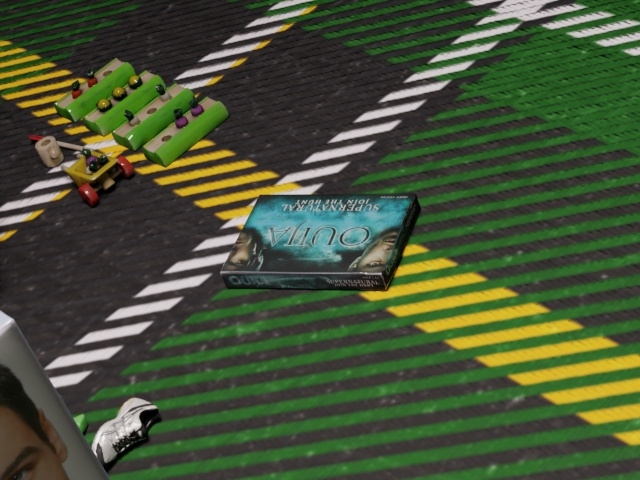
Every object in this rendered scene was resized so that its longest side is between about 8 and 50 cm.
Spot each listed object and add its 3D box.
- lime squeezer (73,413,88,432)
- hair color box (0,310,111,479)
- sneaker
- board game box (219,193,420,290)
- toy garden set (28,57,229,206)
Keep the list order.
[{"bbox_3d":[-0.389,0.224,1.443,0.310,0.059,0.110,-11,40,15],"label":"lime squeezer"},{"bbox_3d":[-0.254,0.225,1.117,0.185,0.374,0.114,-41,42,-23],"label":"hair color box"},{"bbox_3d":[-0.186,0.184,1.412,0.037,0.032,0.083,9,48,33],"label":"sneaker"},{"bbox_3d":[0.000,0.000,1.547,0.186,0.026,0.126,0,42,25],"label":"board game box"},{"bbox_3d":[-0.267,-0.147,1.829,0.204,0.049,0.244,-41,42,-23],"label":"toy garden set"}]
